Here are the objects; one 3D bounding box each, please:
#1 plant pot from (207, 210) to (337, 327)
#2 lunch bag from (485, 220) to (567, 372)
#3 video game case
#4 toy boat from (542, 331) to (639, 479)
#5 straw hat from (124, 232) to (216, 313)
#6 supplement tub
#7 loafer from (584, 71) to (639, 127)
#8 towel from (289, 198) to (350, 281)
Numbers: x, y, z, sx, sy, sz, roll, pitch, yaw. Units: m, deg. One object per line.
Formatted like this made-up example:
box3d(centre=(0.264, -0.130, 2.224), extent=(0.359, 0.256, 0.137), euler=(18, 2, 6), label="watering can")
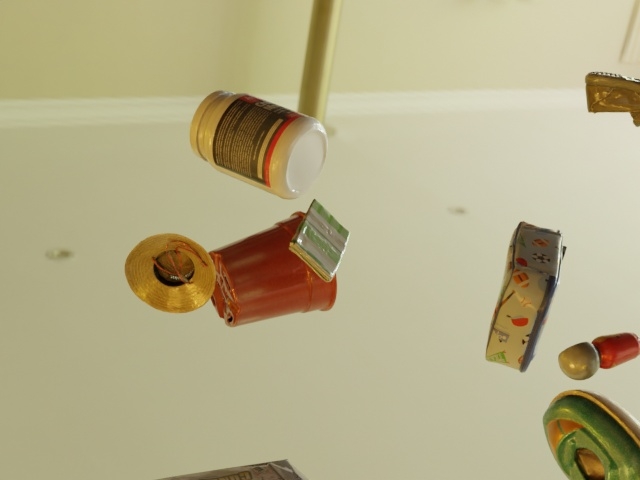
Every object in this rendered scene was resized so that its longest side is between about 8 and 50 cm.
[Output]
box3d(centre=(-0.138, 0.090, 2.506), extent=(0.265, 0.273, 0.272), euler=(-17, -148, -23), label="plant pot")
box3d(centre=(0.416, 0.113, 2.004), extent=(0.114, 0.243, 0.303), euler=(15, -150, 12), label="lunch bag")
box3d(centre=(-0.124, 0.407, 1.489), extent=(0.274, 0.035, 0.248), euler=(-2, -169, -26), label="video game case")
box3d(centre=(0.465, 0.304, 1.675), extent=(0.148, 0.318, 0.267), euler=(-12, -157, -23), label="toy boat")
box3d(centre=(-0.212, 0.033, 1.450), extent=(0.144, 0.145, 0.061), euler=(10, -146, 2), label="straw hat")
box3d(centre=(-0.138, -0.220, 2.208), extent=(0.272, 0.191, 0.191), euler=(24, -154, 28), label="supplement tub")
box3d(centre=(0.622, -0.259, 1.866), extent=(0.251, 0.088, 0.094), euler=(14, -161, 14), label="loafer")
box3d(centre=(0.000, 0.000, 1.932), extent=(0.113, 0.023, 0.152), euler=(45, -142, -17), label="towel")
